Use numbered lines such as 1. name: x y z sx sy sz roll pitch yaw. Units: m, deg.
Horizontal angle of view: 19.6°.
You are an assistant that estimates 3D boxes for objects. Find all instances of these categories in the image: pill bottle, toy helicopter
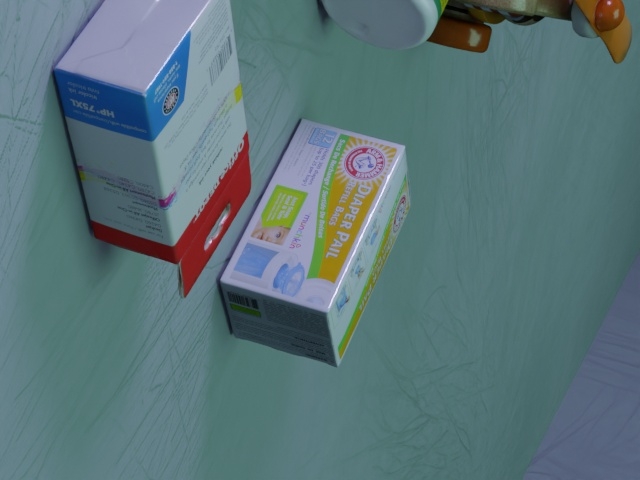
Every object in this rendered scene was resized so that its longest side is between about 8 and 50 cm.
1. pill bottle: 0.089 -0.295 1.773 0.117 0.118 0.208 78 32 -56
2. toy helicopter: 0.212 -0.251 1.930 0.355 0.235 0.140 -35 139 -77

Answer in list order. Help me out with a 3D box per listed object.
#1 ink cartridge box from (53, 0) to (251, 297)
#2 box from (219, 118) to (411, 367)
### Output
1. ink cartridge box: -0.119 -0.081 1.393 0.231 0.078 0.134 85 28 -49
2. box: 0.000 0.000 1.771 0.103 0.114 0.203 80 30 -56
